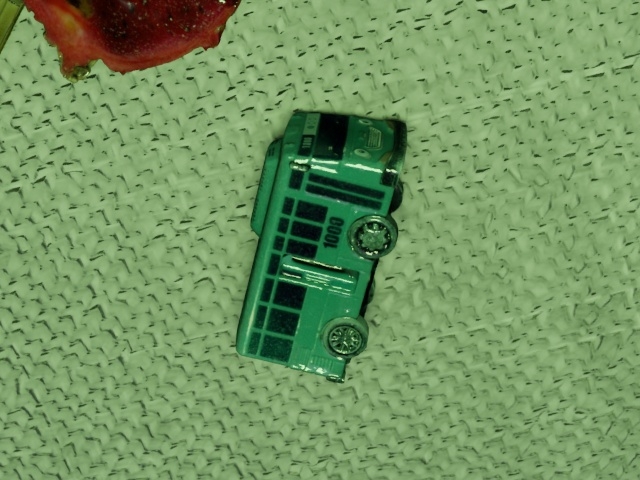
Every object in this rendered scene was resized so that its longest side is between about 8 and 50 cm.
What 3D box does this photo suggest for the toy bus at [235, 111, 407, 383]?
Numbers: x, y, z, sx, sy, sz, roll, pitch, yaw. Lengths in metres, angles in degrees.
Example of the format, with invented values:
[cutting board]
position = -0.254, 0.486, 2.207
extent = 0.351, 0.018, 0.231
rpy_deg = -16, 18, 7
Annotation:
[toy bus]
position = 0.000, 0.000, 1.589
extent = 0.147, 0.128, 0.256
rpy_deg = 13, 118, -2

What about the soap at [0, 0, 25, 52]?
[soap]
position = -0.387, -0.159, 1.578
extent = 0.092, 0.037, 0.252
rpy_deg = 28, 115, -10

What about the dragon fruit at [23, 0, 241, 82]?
[dragon fruit]
position = -0.194, -0.251, 1.484
extent = 0.262, 0.134, 0.211
rpy_deg = 37, 125, 2
